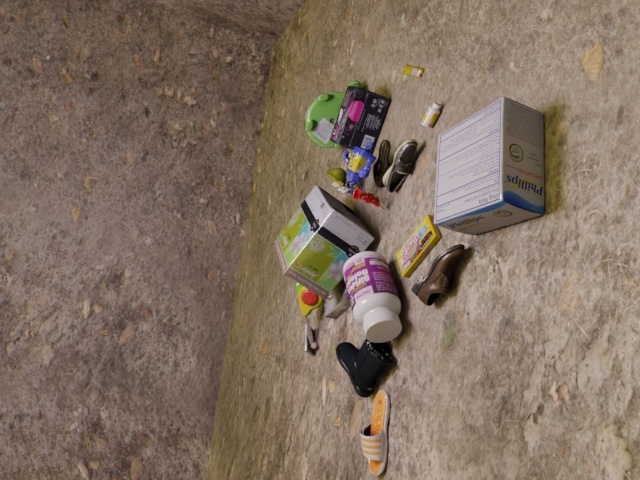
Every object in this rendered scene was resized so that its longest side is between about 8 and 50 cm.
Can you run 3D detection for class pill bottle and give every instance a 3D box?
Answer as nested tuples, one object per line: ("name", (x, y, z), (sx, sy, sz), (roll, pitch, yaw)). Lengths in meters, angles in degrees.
("pill bottle", (0.389, -0.439, 1.814), (0.083, 0.043, 0.043), (-62, 27, 30))
("pill bottle", (0.182, 0.195, 1.795), (0.169, 0.169, 0.302), (-59, 29, 35))

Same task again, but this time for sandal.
("sandal", (0.251, -0.296, 2.019), (0.090, 0.060, 0.220), (-106, 18, -45))
("sandal", (0.169, 0.629, 1.712), (0.102, 0.076, 0.266), (-24, 57, 62))

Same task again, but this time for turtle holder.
("turtle holder", (0.057, -0.593, 2.410), (0.227, 0.243, 0.321), (-97, 16, -74))

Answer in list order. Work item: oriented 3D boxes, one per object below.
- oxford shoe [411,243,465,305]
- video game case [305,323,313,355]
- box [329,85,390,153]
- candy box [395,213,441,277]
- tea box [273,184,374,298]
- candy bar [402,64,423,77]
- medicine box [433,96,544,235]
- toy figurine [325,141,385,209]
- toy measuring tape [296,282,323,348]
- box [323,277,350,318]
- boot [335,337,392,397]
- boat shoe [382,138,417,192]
("oxford shoe", (0.371, 0.107, 1.549), (0.096, 0.082, 0.227), (55, 131, 35))
("video game case", (-0.050, 0.443, 2.314), (0.011, 0.087, 0.122), (-10, 60, 17))
("box", (0.165, -0.512, 2.209), (0.142, 0.163, 0.248), (-128, 54, -65))
("candy box", (0.324, 0.020, 1.742), (0.105, 0.027, 0.206), (-98, 31, -46))
("tea box", (0.000, 0.000, 2.115), (0.324, 0.219, 0.329), (-53, 23, 11))
("candy bar", (0.358, -0.663, 2.033), (0.161, 0.018, 0.040), (-129, 52, -61))
("medicine box", (0.451, -0.189, 1.408), (0.263, 0.149, 0.290), (-24, 57, 62))
("toy figurine", (0.167, -0.288, 2.070), (0.217, 0.191, 0.362), (-66, 19, 12))
("toy measuring tape", (-0.022, 0.304, 2.277), (0.121, 0.121, 0.331), (-13, 90, 64))
("box", (0.085, 0.195, 2.155), (0.231, 0.056, 0.183), (-50, 35, 48))
("boot", (0.155, 0.397, 1.837), (0.207, 0.094, 0.247), (-68, 32, 29))
("boat shoe", (0.299, -0.266, 1.894), (0.224, 0.080, 0.074), (118, 147, -43))
